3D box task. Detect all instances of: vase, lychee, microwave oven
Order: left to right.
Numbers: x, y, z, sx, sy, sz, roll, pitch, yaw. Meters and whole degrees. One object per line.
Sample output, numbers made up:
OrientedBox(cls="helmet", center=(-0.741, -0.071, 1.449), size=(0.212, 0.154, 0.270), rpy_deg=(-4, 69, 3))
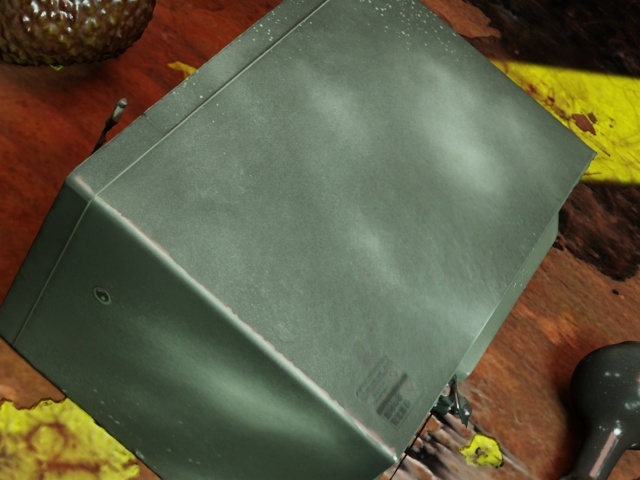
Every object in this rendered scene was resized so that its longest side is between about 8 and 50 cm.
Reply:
OrientedBox(cls="lychee", center=(-0.250, -0.255, 1.074), size=(0.194, 0.194, 0.194), rpy_deg=(15, 52, -20))
OrientedBox(cls="microwave oven", center=(0.000, 0.000, 0.991), size=(0.374, 0.236, 0.432), rpy_deg=(41, 48, 2))
OrientedBox(cls="vase", center=(0.288, 0.189, 1.119), size=(0.120, 0.120, 0.183), rpy_deg=(38, 63, -1))
